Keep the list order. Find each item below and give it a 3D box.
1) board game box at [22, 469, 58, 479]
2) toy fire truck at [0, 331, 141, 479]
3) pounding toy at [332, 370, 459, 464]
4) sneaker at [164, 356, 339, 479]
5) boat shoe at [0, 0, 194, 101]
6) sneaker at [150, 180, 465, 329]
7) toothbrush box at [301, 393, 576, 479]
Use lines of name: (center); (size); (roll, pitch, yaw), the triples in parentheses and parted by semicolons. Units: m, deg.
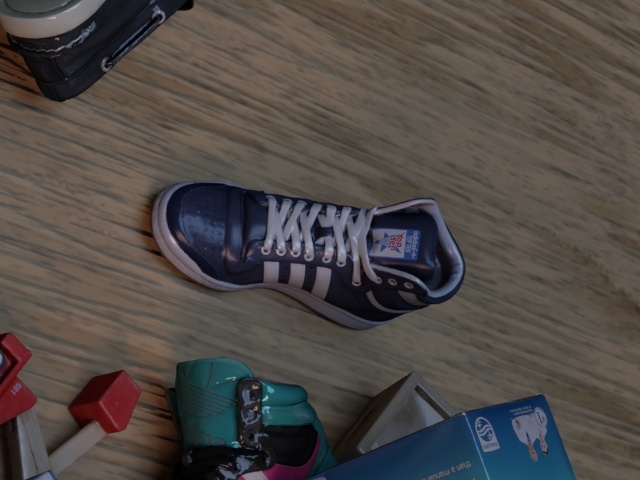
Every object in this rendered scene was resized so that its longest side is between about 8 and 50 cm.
board game box: (-0.250, 0.370, 1.333); (0.308, 0.086, 0.302); (-30, 92, -30)
toy fire truck: (-0.239, 0.148, 1.492); (0.135, 0.047, 0.192); (50, 52, -21)
pounding toy: (0.087, 0.205, 1.742); (0.130, 0.100, 0.141); (45, 50, -5)
sneaker: (-0.095, 0.188, 1.551); (0.295, 0.124, 0.178); (-19, 96, -50)
boat shoe: (-0.149, -0.236, 1.634); (0.340, 0.127, 0.113); (-57, 145, -43)
sneaker: (0.000, 0.000, 1.667); (0.282, 0.153, 0.099); (21, 65, -36)
toothbrush box: (0.113, 0.297, 1.483); (0.126, 0.216, 0.295); (-6, 74, -53)
